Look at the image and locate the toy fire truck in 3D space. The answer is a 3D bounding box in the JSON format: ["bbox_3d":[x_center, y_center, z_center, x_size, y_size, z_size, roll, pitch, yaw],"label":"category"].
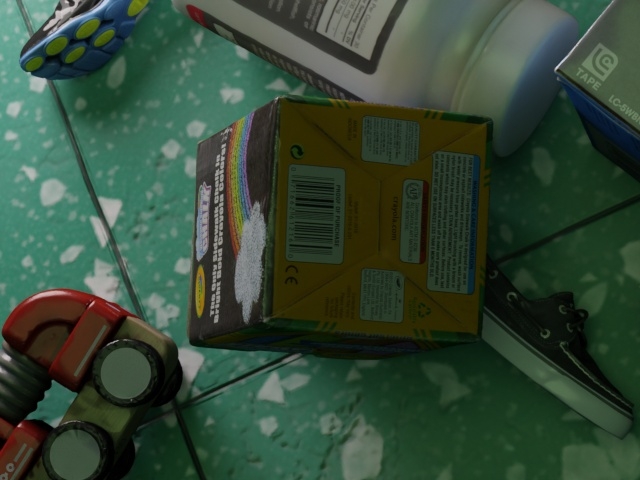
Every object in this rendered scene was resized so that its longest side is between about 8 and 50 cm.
[{"bbox_3d":[-0.268,0.125,1.679,0.246,0.158,0.217,32,90,7],"label":"toy fire truck"}]

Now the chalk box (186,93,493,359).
[{"bbox_3d":[0.000,0.000,1.576,0.179,0.289,0.180,5,83,-18],"label":"chalk box"}]

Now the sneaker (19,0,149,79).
[{"bbox_3d":[-0.202,-0.222,1.760,0.188,0.067,0.078,-50,51,4],"label":"sneaker"}]

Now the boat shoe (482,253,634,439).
[{"bbox_3d":[0.178,0.068,1.599,0.228,0.080,0.076,40,93,25],"label":"boat shoe"}]

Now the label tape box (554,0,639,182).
[{"bbox_3d":[0.338,-0.201,1.514,0.106,0.240,0.333,39,92,18],"label":"label tape box"}]

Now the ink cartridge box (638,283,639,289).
[{"bbox_3d":[0.421,0.038,1.515,0.278,0.117,0.201,-37,73,5],"label":"ink cartridge box"}]

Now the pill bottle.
[{"bbox_3d":[0.046,-0.198,1.624,0.319,0.176,0.176,30,89,17],"label":"pill bottle"}]
